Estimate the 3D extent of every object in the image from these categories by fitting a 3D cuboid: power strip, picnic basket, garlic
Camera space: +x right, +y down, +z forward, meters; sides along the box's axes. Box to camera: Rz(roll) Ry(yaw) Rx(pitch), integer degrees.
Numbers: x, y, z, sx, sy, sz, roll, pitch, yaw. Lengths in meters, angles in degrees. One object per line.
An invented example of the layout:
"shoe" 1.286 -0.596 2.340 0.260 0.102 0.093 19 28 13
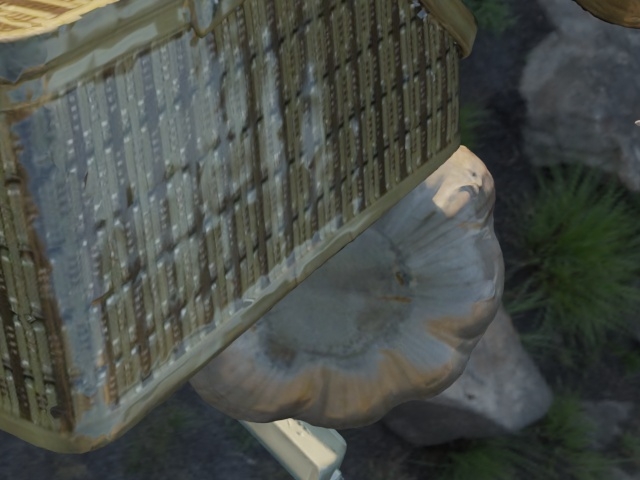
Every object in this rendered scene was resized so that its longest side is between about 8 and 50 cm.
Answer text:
"power strip" -0.058 0.109 0.905 0.252 0.027 0.060 43 19 8
"picnic basket" -0.092 -0.090 0.533 0.313 0.228 0.175 -39 135 -44
"garlic" 0.000 0.000 0.761 0.218 0.212 0.219 -3 106 -9

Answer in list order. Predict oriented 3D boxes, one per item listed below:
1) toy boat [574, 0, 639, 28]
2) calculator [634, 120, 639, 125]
"toy boat" 0.293 -0.265 1.145 0.116 0.061 0.188 -35 59 -26
"calculator" 0.261 -0.036 0.683 0.175 0.100 0.032 55 35 9
